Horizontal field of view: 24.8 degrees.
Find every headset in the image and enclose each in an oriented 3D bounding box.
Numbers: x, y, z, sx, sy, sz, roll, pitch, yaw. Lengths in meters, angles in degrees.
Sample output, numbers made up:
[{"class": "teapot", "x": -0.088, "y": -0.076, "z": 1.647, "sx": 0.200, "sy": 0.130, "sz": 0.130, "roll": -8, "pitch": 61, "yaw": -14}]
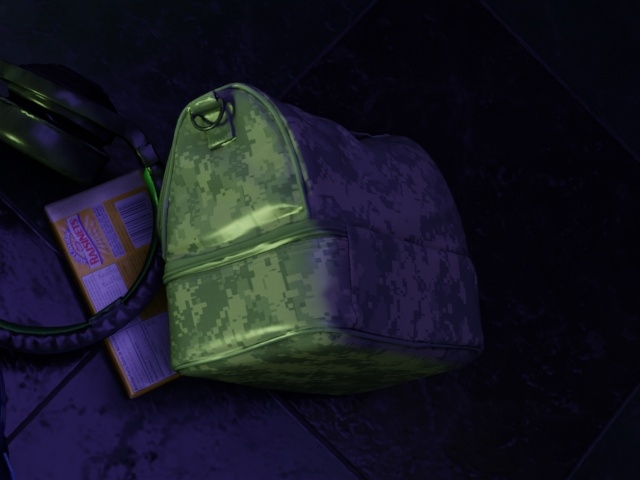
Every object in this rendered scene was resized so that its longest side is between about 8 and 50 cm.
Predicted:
[{"class": "headset", "x": -0.302, "y": -0.082, "z": 1.370, "sx": 0.243, "sy": 0.185, "sz": 0.394, "roll": -34, "pitch": 99, "yaw": -7}]

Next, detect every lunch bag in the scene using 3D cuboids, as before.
[{"class": "lunch bag", "x": 0.000, "y": 0.000, "z": 1.361, "sx": 0.305, "sy": 0.212, "sz": 0.256, "roll": 14, "pitch": 66, "yaw": -52}]

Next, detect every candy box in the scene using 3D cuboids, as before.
[{"class": "candy box", "x": -0.183, "y": 0.042, "z": 1.429, "sx": 0.105, "sy": 0.027, "sz": 0.206, "roll": -23, "pitch": 85, "yaw": -18}]

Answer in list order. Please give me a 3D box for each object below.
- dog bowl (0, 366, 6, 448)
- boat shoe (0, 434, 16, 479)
[{"class": "dog bowl", "x": -0.407, "y": 0.145, "z": 1.235, "sx": 0.264, "sy": 0.104, "sz": 0.265, "roll": -2, "pitch": 76, "yaw": 9}, {"class": "boat shoe", "x": -0.306, "y": 0.287, "z": 1.288, "sx": 0.089, "sy": 0.109, "sz": 0.258, "roll": 30, "pitch": 49, "yaw": -38}]
